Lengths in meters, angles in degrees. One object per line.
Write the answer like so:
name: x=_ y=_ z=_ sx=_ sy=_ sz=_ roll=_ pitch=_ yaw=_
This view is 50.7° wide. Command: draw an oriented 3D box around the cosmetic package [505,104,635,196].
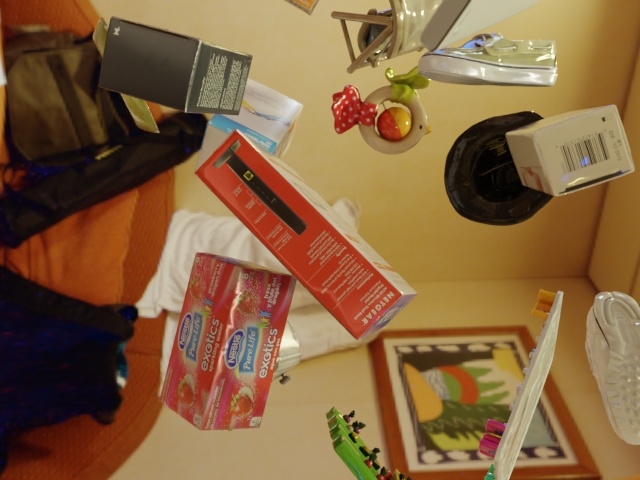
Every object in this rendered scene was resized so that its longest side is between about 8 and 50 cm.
cosmetic package: x=0.473 y=-0.176 z=1.315 sx=0.296 sy=0.153 sz=0.129 roll=-54 pitch=124 yaw=-78

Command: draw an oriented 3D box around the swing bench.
swing bench: x=0.207 y=-0.527 z=1.616 sx=0.255 sy=0.253 sz=0.165 roll=5 pitch=-63 yaw=59

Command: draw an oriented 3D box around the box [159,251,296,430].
box: x=-0.148 y=0.159 z=1.077 sx=0.128 sy=0.123 sz=0.256 roll=15 pitch=-89 yaw=45

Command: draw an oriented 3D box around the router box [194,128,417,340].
router box: x=0.000 y=0.000 z=0.985 sx=0.301 sy=0.082 sz=0.335 roll=45 pitch=5 yaw=11

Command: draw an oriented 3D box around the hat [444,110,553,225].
hat: x=0.470 y=-0.155 z=1.689 sx=0.134 sy=0.331 sz=0.331 roll=41 pitch=37 yaw=-47

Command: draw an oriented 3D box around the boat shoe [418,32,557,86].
boat shoe: x=0.320 y=-0.347 z=1.288 sx=0.109 sy=0.302 sz=0.094 roll=-163 pitch=-108 yaw=-64

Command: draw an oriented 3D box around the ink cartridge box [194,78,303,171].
ink cartridge box: x=-0.175 y=-0.256 z=1.685 sx=0.232 sy=0.168 sz=0.171 roll=-63 pitch=179 yaw=-43

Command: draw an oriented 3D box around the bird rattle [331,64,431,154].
bird rattle: x=0.155 y=-0.302 z=1.602 sx=0.207 sy=0.254 sz=0.143 roll=60 pitch=-13 yaw=-6

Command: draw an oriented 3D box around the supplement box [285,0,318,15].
supplement box: x=-0.019 y=-0.435 z=1.120 sx=0.098 sy=0.062 sz=0.036 roll=-62 pitch=-177 yaw=1

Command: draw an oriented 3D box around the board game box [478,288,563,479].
board game box: x=0.447 y=0.354 z=1.513 sx=0.390 sy=0.050 sz=0.390 roll=-60 pitch=153 yaw=-23

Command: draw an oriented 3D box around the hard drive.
hard drive: x=0.307 y=-0.421 z=1.074 sx=0.040 sy=0.307 sz=0.203 roll=50 pitch=-36 yaw=10

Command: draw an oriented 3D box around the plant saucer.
plant saucer: x=-0.387 y=-0.316 z=1.326 sx=0.241 sy=0.037 sz=0.241 roll=61 pitch=-10 yaw=19

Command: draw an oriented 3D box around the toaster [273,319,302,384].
toaster: x=-0.137 y=0.188 z=1.349 sx=0.227 sy=0.129 sz=0.146 roll=58 pitch=16 yaw=19

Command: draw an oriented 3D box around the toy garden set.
toy garden set: x=0.095 y=0.359 z=1.059 sx=0.203 sy=0.049 sz=0.244 roll=51 pitch=-3 yaw=0

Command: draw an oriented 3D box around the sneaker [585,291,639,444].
sneaker: x=0.438 y=0.192 z=0.987 sx=0.094 sy=0.090 sz=0.235 roll=98 pitch=2 yaw=-51

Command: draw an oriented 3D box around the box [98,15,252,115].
box: x=-0.221 y=-0.269 z=1.063 sx=0.207 sy=0.153 sz=0.108 roll=-27 pitch=134 yaw=-70
